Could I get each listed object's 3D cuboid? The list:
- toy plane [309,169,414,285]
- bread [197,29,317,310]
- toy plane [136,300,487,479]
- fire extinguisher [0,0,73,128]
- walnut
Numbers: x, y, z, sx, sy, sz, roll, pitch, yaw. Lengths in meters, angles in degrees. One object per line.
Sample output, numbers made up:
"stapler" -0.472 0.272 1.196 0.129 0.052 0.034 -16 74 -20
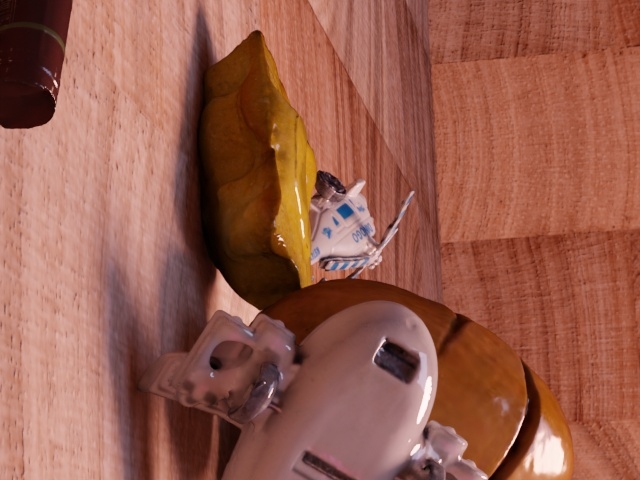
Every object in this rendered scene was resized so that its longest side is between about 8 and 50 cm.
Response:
"toy plane" -0.007 0.008 1.940 0.273 0.107 0.182 -40 173 -48
"bread" -0.050 -0.047 1.605 0.161 0.088 0.233 83 5 -49
"toy plane" -0.010 0.151 1.342 0.118 0.252 0.252 -130 -147 -74
"fire extinguisher" -0.159 -0.128 1.085 0.078 0.045 0.157 119 -22 -50
"walnut" 0.073 0.142 1.499 0.203 0.298 0.203 -57 -168 19
